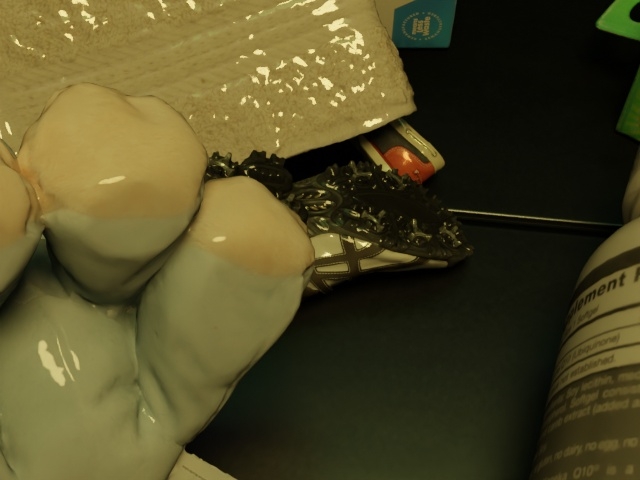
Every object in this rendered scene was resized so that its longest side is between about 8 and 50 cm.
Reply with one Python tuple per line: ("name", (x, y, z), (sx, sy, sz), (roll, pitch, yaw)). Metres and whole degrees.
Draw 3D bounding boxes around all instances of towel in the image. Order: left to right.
("towel", (-0.098, -0.126, 0.612), (0.282, 0.049, 0.187), (-18, 100, 4))

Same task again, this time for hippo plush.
("hippo plush", (-0.141, 0.023, 0.501), (0.234, 0.294, 0.236), (-42, 37, -3))

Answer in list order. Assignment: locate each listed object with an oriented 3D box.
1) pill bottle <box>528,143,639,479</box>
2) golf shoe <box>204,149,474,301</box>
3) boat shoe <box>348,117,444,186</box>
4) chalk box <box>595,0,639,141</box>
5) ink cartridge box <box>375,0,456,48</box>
("pill bottle", (0.212, 0.108, 0.451), (0.210, 0.210, 0.363), (17, 59, 10))
("golf shoe", (0.000, 0.000, 0.606), (0.198, 0.094, 0.077), (9, 42, -23))
("boat shoe", (0.033, -0.091, 0.668), (0.043, 0.049, 0.137), (-34, 69, -4))
("chalk box", (0.297, -0.126, 0.641), (0.213, 0.132, 0.132), (34, 64, 19))
("ink cartridge box", (-0.015, -0.212, 0.695), (0.231, 0.134, 0.078), (-1, 58, 1))
